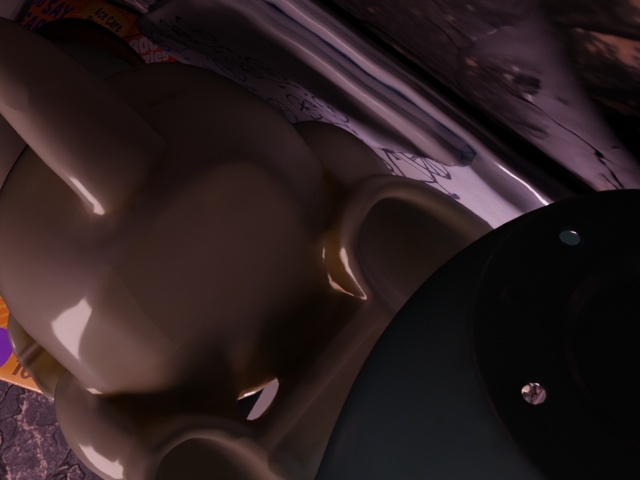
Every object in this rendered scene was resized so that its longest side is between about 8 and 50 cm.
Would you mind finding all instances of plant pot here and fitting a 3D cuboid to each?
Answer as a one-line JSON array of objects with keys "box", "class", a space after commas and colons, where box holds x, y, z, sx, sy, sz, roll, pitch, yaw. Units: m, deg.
[{"box": [0.137, 0.119, 0.475, 0.293, 0.293, 0.235, 30, 143, 20], "class": "plant pot"}]

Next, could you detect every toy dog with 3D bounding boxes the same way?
[{"box": [-0.151, -0.006, 0.713, 0.395, 0.284, 0.408, 36, 177, -41], "class": "toy dog"}]

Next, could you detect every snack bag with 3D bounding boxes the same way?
[{"box": [0.038, -0.071, 0.706, 0.343, 0.037, 0.323, 32, 177, -20], "class": "snack bag"}]

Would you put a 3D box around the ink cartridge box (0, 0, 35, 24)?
[{"box": [-0.295, -0.240, 0.726, 0.212, 0.093, 0.154, 30, 177, -18], "class": "ink cartridge box"}]

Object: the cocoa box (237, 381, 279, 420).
[{"box": [0.021, 0.119, 1.031, 0.232, 0.347, 0.228, 30, 177, 17], "class": "cocoa box"}]

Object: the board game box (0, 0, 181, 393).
[{"box": [-0.276, -0.051, 1.129, 0.356, 0.356, 0.356, 29, 176, 40], "class": "board game box"}]

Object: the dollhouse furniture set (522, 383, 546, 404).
[{"box": [0.345, 0.183, 1.318, 0.212, 0.161, 0.242, 31, -161, 9], "class": "dollhouse furniture set"}]
